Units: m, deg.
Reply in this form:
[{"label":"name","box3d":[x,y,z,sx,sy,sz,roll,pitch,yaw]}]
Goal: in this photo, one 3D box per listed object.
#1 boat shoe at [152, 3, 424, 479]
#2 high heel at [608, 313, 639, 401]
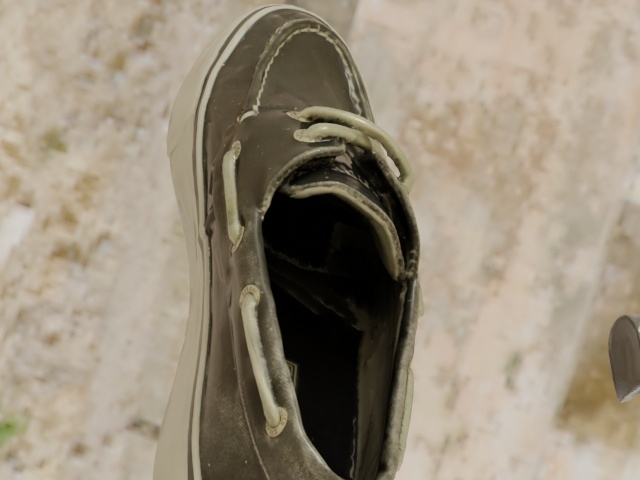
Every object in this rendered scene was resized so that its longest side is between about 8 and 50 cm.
[{"label":"boat shoe","box3d":[0.000,0.000,0.543,0.070,0.077,0.219,-46,-148,40]},{"label":"high heel","box3d":[0.244,0.150,0.835,0.093,0.186,0.261,140,-55,-68]}]
